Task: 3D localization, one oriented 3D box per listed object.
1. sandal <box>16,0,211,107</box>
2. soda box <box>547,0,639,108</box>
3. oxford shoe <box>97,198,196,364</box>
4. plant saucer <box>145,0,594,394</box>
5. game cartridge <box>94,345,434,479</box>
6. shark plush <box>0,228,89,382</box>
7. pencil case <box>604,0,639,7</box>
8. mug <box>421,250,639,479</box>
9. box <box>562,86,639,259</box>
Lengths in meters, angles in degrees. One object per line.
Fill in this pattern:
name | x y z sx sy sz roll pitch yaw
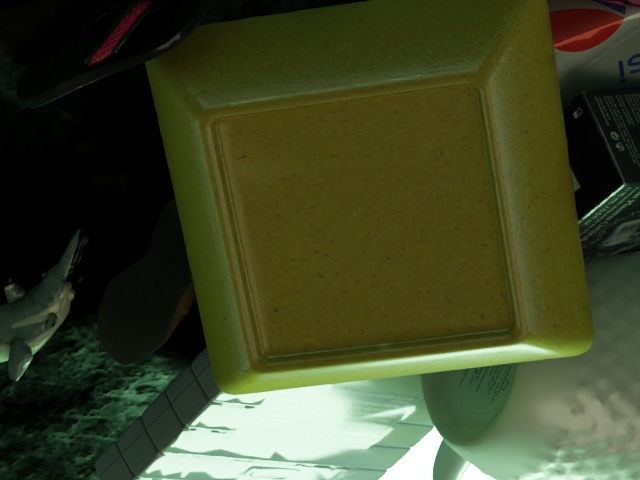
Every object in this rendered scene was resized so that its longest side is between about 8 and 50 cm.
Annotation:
sandal | -0.167 -0.162 1.551 0.179 0.067 0.040 -26 126 8
soda box | 0.214 -0.169 1.672 0.286 0.091 0.098 -20 137 -2
oxford shoe | -0.130 0.035 1.760 0.076 0.076 0.212 -24 158 -51
plant saucer | 0.039 -0.023 1.600 0.332 0.081 0.333 -8 111 9
game cartridge | -0.022 0.168 1.887 0.355 0.068 0.230 13 124 -51
shark plush | -0.260 0.057 1.740 0.067 0.073 0.161 38 121 -10
pencil case | 0.265 -0.226 1.573 0.209 0.095 0.098 6 158 10
mug | 0.254 0.159 1.882 0.328 0.276 0.374 9 132 -29
box | 0.253 -0.056 1.693 0.158 0.093 0.156 -8 157 -37
